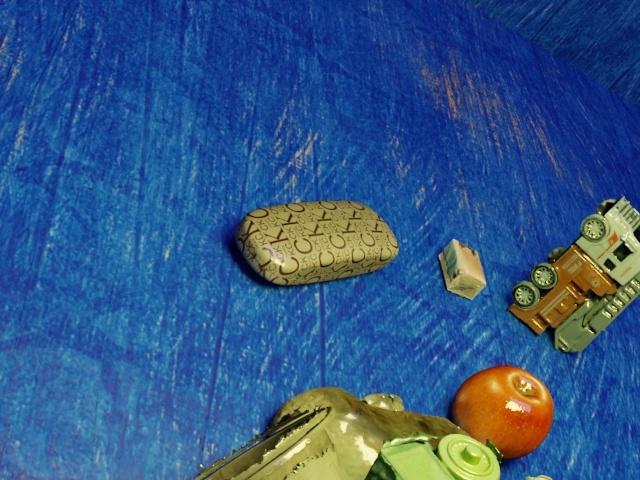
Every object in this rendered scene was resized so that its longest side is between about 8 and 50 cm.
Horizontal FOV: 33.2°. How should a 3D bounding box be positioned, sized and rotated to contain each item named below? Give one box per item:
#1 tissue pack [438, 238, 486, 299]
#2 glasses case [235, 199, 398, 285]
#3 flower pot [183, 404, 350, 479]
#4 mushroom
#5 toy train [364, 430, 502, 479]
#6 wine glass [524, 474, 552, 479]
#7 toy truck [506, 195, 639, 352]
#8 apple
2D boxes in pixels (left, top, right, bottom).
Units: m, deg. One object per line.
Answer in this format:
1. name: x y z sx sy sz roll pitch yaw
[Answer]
1. tissue pack: 0.273 0.057 2.067 0.074 0.059 0.094 24 36 -28
2. glasses case: 0.000 0.000 1.833 0.354 0.085 0.137 -7 56 -50
3. flower pot: -0.045 0.359 1.226 0.259 0.290 0.290 58 34 0
4. mushroom: 0.100 0.301 1.535 0.344 0.130 0.247 26 39 -22
5. toy train: 0.165 0.358 1.315 0.188 0.159 0.272 -8 43 -40
6. wine glass: 0.341 0.445 1.665 0.072 0.072 0.155 30 33 -16
7. toy truck: 0.533 0.061 2.067 0.184 0.338 0.133 46 33 8
8. apple: 0.301 0.279 1.755 0.163 0.139 0.163 26 38 -22
